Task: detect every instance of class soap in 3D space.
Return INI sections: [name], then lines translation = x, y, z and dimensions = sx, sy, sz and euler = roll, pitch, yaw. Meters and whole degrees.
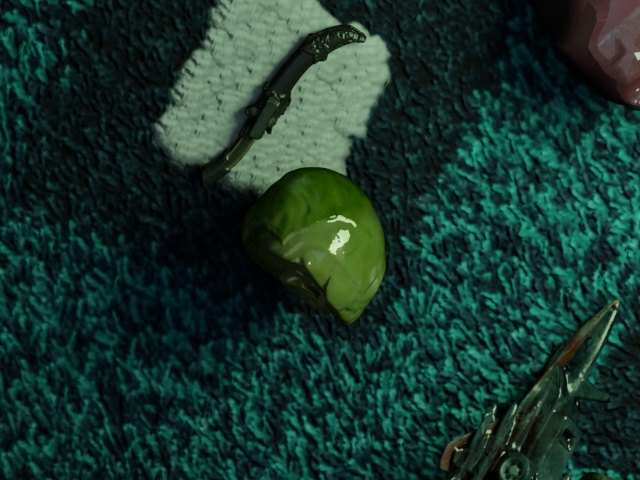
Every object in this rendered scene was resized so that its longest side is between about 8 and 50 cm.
[soap]
translation = 0.379, -0.256, 1.477
dimensions = 0.325, 0.127, 0.220
euler = -38, 106, -3

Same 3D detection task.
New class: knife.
[knife]
translation = -0.046, -0.137, 1.456
dimensions = 0.222, 0.021, 0.045
euler = -45, 110, -2

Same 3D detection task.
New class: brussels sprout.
[brussels sprout]
translation = 0.002, -0.004, 1.427
dimensions = 0.149, 0.151, 0.122
euler = 37, 86, -11

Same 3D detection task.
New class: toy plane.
[toy plane]
translation = 0.230, 0.202, 1.543
dimensions = 0.326, 0.104, 0.223
euler = -51, 134, -3

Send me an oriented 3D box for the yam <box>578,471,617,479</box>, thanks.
[yam]
translation = 0.356, 0.308, 1.611
dimensions = 0.169, 0.068, 0.068
euler = 25, 94, -17
